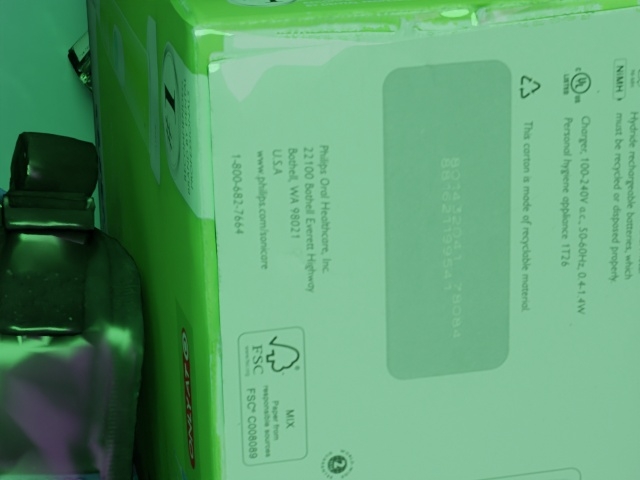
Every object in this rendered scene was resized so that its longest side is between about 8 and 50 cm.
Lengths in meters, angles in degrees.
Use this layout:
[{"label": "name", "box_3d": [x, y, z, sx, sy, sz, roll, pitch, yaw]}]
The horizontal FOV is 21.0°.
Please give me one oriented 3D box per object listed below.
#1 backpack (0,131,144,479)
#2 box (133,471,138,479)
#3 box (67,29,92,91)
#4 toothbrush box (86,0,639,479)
[{"label": "backpack", "box_3d": [-0.173, 0.132, 0.510, 0.277, 0.213, 0.263, -19, 92, -23]}, {"label": "box", "box_3d": [-0.034, 0.211, 0.624, 0.100, 0.060, 0.244, 16, 54, -30]}, {"label": "box", "box_3d": [0.035, -0.059, 0.706, 0.175, 0.051, 0.220, -44, 112, 2]}, {"label": "toothbrush box", "box_3d": [0.000, 0.000, 0.535, 0.122, 0.283, 0.206, -6, 109, -13]}]
